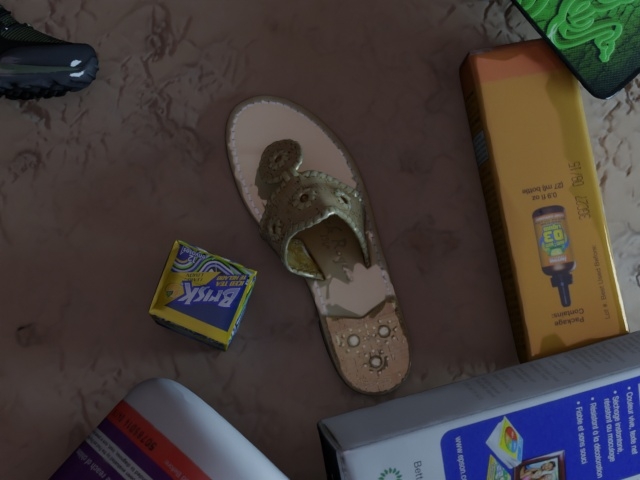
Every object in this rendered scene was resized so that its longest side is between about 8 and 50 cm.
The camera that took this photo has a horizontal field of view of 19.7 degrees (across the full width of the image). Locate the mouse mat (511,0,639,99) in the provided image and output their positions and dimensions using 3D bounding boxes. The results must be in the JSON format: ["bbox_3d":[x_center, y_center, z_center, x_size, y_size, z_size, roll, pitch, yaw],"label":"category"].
[{"bbox_3d":[0.210,-0.202,1.346,0.190,0.007,0.152,-40,89,-32],"label":"mouse mat"}]

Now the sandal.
[{"bbox_3d":[0.006,-0.003,1.319,0.088,0.079,0.240,-24,87,-6],"label":"sandal"}]

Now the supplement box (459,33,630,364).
[{"bbox_3d":[0.161,-0.026,1.334,0.078,0.080,0.233,-10,84,-4],"label":"supplement box"}]

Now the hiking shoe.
[{"bbox_3d":[-0.264,-0.169,1.312,0.227,0.086,0.114,12,88,-2],"label":"hiking shoe"}]

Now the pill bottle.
[{"bbox_3d":[-0.153,0.260,1.230,0.181,0.181,0.323,43,81,0],"label":"pill bottle"}]

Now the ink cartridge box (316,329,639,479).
[{"bbox_3d":[0.190,0.164,1.280,0.371,0.069,0.175,-13,111,-12],"label":"ink cartridge box"}]

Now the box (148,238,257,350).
[{"bbox_3d":[-0.081,0.040,1.264,0.059,0.169,0.054,22,85,-1],"label":"box"}]
